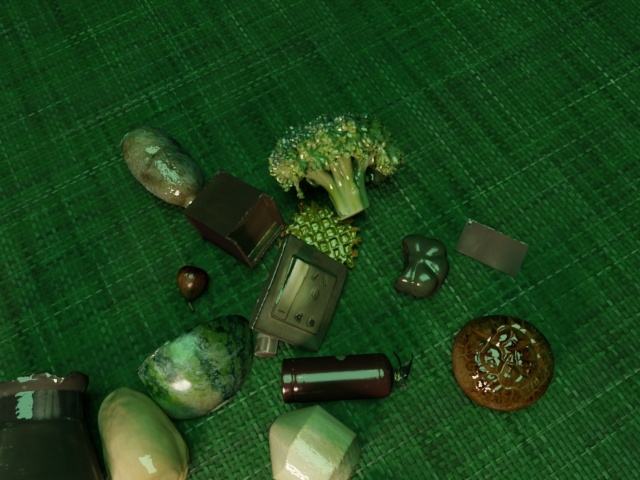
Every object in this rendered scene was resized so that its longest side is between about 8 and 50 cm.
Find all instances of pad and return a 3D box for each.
[{"bbox_3d":[0.487,0.021,1.626,0.188,0.006,0.113,25,69,10],"label":"pad"}]

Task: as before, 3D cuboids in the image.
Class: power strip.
[{"bbox_3d":[-0.063,0.138,1.485,0.092,0.251,0.256,13,76,40],"label":"power strip"}]

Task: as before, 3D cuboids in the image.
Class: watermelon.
[{"bbox_3d":[-0.299,0.307,1.473,0.305,0.180,0.224,-33,114,-15],"label":"watermelon"}]

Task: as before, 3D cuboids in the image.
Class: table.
[{"bbox_3d":[-0.231,-0.057,1.588,0.193,0.172,0.169,29,72,24],"label":"table"}]

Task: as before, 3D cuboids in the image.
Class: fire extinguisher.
[{"bbox_3d":[0.073,0.341,1.454,0.337,0.114,0.135,-2,40,1],"label":"fire extinguisher"}]

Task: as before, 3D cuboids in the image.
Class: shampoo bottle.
[{"bbox_3d":[-0.130,0.196,1.535,0.056,0.086,0.227,17,67,-21],"label":"shampoo bottle"}]

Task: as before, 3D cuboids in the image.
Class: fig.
[{"bbox_3d":[-0.360,0.133,1.581,0.089,0.089,0.125,13,91,8],"label":"fig"}]

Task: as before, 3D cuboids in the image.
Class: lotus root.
[{"bbox_3d":[-0.451,-0.213,1.675,0.349,0.175,0.175,43,75,14],"label":"lotus root"}]

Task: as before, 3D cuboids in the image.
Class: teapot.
[{"bbox_3d":[-0.679,0.503,1.333,0.376,0.306,0.361,-27,62,33],"label":"teapot"}]

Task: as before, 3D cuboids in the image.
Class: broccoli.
[{"bbox_3d":[0.053,-0.233,1.594,0.277,0.317,0.338,-24,27,34],"label":"broccoli"}]

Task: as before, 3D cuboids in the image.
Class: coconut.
[{"bbox_3d":[-0.024,0.496,1.344,0.222,0.202,0.202,33,72,13],"label":"coconut"}]

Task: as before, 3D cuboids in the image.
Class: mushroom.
[{"bbox_3d":[0.456,0.305,1.436,0.253,0.153,0.253,-1,77,5],"label":"mushroom"}]

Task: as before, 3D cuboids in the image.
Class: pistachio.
[{"bbox_3d":[-0.427,0.501,1.364,0.187,0.187,0.299,-38,62,-13],"label":"pistachio"}]

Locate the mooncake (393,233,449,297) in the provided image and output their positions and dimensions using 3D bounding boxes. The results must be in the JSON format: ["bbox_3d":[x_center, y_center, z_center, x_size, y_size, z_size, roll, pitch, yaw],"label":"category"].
[{"bbox_3d":[0.269,0.066,1.566,0.169,0.104,0.175,-21,65,0],"label":"mooncake"}]

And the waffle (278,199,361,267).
[{"bbox_3d":[0.000,0.000,1.632,0.232,0.051,0.228,19,67,9],"label":"waffle"}]
